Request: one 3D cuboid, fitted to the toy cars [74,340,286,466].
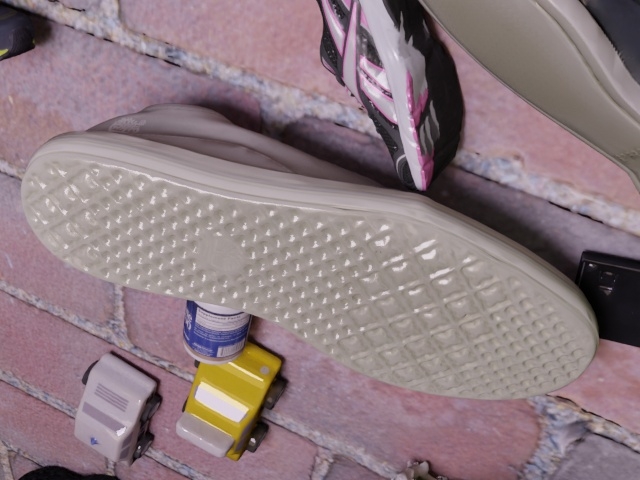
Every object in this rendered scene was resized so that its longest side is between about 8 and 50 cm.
[{"bbox_3d":[-0.195,0.216,0.790,0.394,0.087,0.176,-16,113,35],"label":"toy cars"}]

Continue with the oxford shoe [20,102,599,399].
[{"bbox_3d":[0.000,0.000,0.518,0.450,0.130,0.169,18,124,2],"label":"oxford shoe"}]

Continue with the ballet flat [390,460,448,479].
[{"bbox_3d":[0.236,0.329,0.623,0.409,0.147,0.146,17,128,16],"label":"ballet flat"}]

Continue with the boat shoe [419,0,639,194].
[{"bbox_3d":[0.179,-0.113,0.355,0.340,0.127,0.113,39,92,1],"label":"boat shoe"}]

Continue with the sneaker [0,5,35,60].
[{"bbox_3d":[-0.380,-0.239,0.562,0.300,0.111,0.121,26,126,7],"label":"sneaker"}]

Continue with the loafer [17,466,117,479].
[{"bbox_3d":[-0.402,0.415,1.044,0.223,0.076,0.078,-3,112,25],"label":"loafer"}]

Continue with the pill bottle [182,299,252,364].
[{"bbox_3d":[-0.098,0.061,0.644,0.067,0.067,0.120,25,130,11],"label":"pill bottle"}]

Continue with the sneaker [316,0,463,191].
[{"bbox_3d":[0.042,-0.121,0.455,0.077,0.072,0.178,0,114,42],"label":"sneaker"}]

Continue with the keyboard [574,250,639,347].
[{"bbox_3d":[0.277,0.044,0.466,0.180,0.023,0.108,12,133,20],"label":"keyboard"}]
